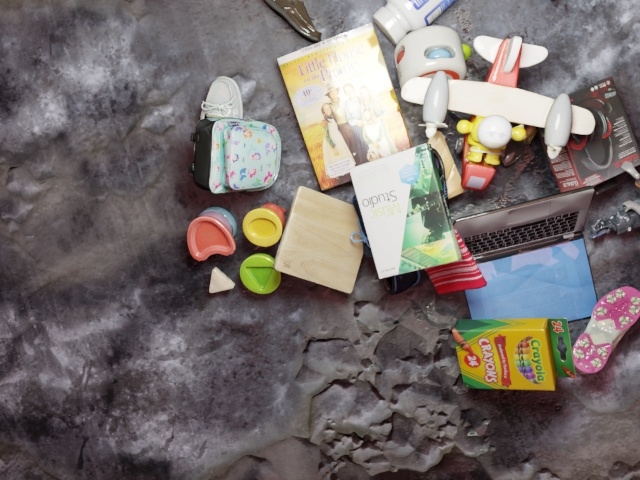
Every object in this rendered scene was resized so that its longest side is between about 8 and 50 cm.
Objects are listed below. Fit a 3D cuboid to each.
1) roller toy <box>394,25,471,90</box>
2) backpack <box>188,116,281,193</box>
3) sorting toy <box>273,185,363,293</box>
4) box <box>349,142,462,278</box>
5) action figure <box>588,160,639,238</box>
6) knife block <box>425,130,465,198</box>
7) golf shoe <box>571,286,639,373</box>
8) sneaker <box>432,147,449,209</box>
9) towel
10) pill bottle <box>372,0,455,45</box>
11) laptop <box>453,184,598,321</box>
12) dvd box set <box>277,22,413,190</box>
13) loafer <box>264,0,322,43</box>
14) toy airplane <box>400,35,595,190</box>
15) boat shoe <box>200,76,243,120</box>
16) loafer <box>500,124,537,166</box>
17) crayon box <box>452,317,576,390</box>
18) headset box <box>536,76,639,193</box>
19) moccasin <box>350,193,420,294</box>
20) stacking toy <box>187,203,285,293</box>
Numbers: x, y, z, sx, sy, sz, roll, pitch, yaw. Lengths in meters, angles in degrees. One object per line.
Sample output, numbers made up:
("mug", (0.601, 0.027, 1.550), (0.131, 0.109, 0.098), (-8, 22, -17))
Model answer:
("roller toy", (0.308, -0.493, 1.748), (0.209, 0.191, 0.146), (-19, 71, 36))
("backpack", (-0.229, -0.247, 1.812), (0.191, 0.253, 0.225), (14, 104, 40))
("sorting toy", (0.000, 0.000, 1.861), (0.257, 0.089, 0.256), (19, 83, -22))
("box", (0.228, -0.075, 1.677), (0.232, 0.058, 0.322), (-16, 91, 27))
("action figure", (0.932, -0.087, 1.723), (0.341, 0.178, 0.330), (-28, 126, 5))
("knife block", (0.296, -0.162, 1.852), (0.242, 0.088, 0.276), (-23, 94, 7))
("golf shoe", (0.842, 0.269, 1.843), (0.115, 0.140, 0.306), (37, 79, 26))
("sneaker", (0.320, -0.150, 1.761), (0.081, 0.090, 0.232), (-11, 95, 7))
("towel", (0.339, 0.032, 1.771), (0.031, 0.199, 0.275), (-41, 104, -31))
("pill bottle", (0.282, -0.692, 1.762), (0.272, 0.152, 0.152), (-41, 91, 9))
("laptop", (0.605, 0.082, 1.782), (0.381, 0.408, 0.236), (-15, 61, 7))
("dvd box set", (0.080, -0.396, 1.862), (0.307, 0.062, 0.421), (-18, 95, 7))
("loafer", (-0.073, -0.675, 1.836), (0.220, 0.080, 0.078), (42, 98, 1))
("toy airplane", (0.460, -0.338, 1.614), (0.386, 0.272, 0.384), (-29, 111, 25))
("boat shoe", (-0.314, -0.339, 1.889), (0.118, 0.103, 0.321), (14, 98, 4))
("loafer", (0.586, -0.292, 1.821), (0.062, 0.061, 0.170), (31, 99, 2))
("crayon box", (0.563, 0.331, 1.811), (0.318, 0.081, 0.202), (-7, 107, 30))
("headset box", (0.757, -0.280, 1.750), (0.218, 0.110, 0.293), (-23, 94, -12))
("moccasin", (0.182, 0.015, 1.820), (0.116, 0.137, 0.342), (-37, 106, -16))
("stacking toy", (-0.242, 0.017, 1.939), (0.308, 0.130, 0.280), (-3, 113, 13))
